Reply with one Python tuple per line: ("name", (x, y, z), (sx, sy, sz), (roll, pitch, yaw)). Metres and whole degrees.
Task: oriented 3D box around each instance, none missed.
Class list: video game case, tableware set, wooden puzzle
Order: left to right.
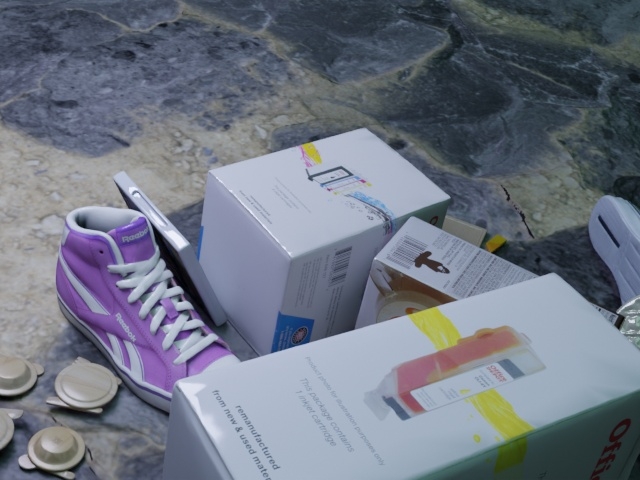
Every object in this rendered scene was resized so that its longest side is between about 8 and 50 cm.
("tableware set", (-0.289, 0.171, 1.038), (0.141, 0.020, 0.168), (15, 38, 1))
("video game case", (-0.169, 0.011, 1.161), (0.019, 0.157, 0.143), (-37, 55, -14))
("wooden puzzle", (0.186, -0.006, 1.381), (0.116, 0.014, 0.078), (26, 36, 16))

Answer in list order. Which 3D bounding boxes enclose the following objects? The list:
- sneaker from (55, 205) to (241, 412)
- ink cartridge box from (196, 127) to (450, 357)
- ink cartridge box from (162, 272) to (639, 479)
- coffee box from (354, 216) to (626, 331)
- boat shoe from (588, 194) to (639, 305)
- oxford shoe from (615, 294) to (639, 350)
("sneaker", (-0.180, 0.067, 1.083), (0.282, 0.161, 0.102), (32, 42, 22))
("ink cartridge box", (0.000, 0.000, 1.199), (0.233, 0.171, 0.168), (-19, 48, -33))
("ink cartridge box", (0.069, 0.212, 0.875), (0.385, 0.279, 0.160), (-13, 44, -28))
("coffee box", (0.168, 0.100, 1.073), (0.246, 0.141, 0.098), (27, 41, 16))
("boat shoe", (0.437, 0.040, 1.317), (0.094, 0.109, 0.302), (7, 37, -12))
("oxford shoe", (0.477, 0.233, 1.065), (0.449, 0.169, 0.130), (51, 9, 29))
